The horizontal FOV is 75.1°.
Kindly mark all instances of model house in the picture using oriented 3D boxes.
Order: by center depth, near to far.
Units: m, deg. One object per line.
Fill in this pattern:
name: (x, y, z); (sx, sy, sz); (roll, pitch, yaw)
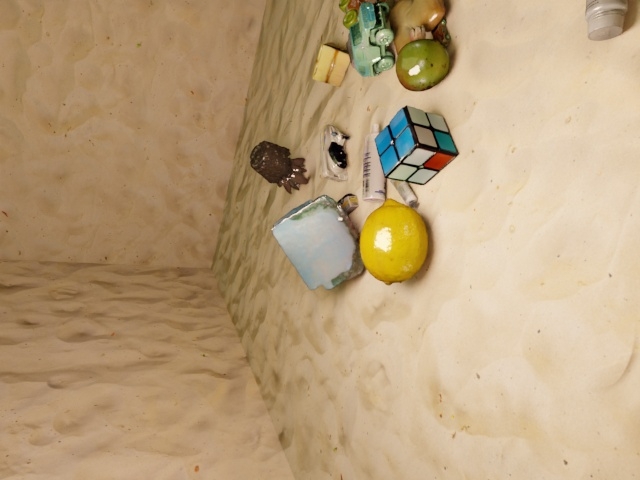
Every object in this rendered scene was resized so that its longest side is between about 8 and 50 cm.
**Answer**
model house: (0.000, 0.000, 1.812); (0.360, 0.297, 0.339); (55, -179, -9)

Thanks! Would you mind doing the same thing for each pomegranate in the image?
pomegranate: (0.329, -0.600, 1.369); (0.180, 0.180, 0.209); (-1, 98, 61)

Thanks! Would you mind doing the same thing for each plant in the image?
plant: (-0.207, -0.380, 2.188); (0.182, 0.321, 0.194); (-27, 53, 39)

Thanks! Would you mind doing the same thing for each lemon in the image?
lemon: (0.243, 0.008, 1.388); (0.236, 0.236, 0.263); (38, 105, 57)

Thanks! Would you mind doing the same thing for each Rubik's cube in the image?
Rubik's cube: (0.309, -0.307, 1.368); (0.183, 0.180, 0.167); (-43, 49, 48)

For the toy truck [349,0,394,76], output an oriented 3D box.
toy truck: (0.196, -0.759, 1.589); (0.279, 0.156, 0.154); (51, -150, -72)

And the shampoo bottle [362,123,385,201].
shampoo bottle: (0.213, -0.306, 1.634); (0.092, 0.092, 0.303); (-9, 77, 60)

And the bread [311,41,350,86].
bread: (0.013, -0.869, 2.009); (0.264, 0.163, 0.167); (57, 135, 49)

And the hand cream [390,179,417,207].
hand cream: (0.300, -0.188, 1.510); (0.194, 0.042, 0.067); (-110, 36, -45)

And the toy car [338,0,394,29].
toy car: (0.208, -0.967, 1.729); (0.235, 0.145, 0.235); (-16, 65, 39)

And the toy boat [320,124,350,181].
toy boat: (0.069, -0.403, 1.869); (0.141, 0.141, 0.269); (-10, 75, 60)

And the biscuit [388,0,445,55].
biscuit: (0.335, -0.811, 1.496); (0.237, 0.062, 0.290); (-44, 43, 52)

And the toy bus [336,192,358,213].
toy bus: (0.101, -0.142, 1.846); (0.172, 0.057, 0.072); (-40, 61, 52)

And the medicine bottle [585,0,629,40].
medicine bottle: (0.632, -0.520, 0.919); (0.080, 0.080, 0.130); (2, 87, 61)

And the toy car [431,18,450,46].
toy car: (0.401, -0.699, 1.410); (0.059, 0.035, 0.121); (-38, 55, 58)

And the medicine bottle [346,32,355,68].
medicine bottle: (0.148, -0.863, 1.872); (0.057, 0.058, 0.199); (-44, 48, 50)
